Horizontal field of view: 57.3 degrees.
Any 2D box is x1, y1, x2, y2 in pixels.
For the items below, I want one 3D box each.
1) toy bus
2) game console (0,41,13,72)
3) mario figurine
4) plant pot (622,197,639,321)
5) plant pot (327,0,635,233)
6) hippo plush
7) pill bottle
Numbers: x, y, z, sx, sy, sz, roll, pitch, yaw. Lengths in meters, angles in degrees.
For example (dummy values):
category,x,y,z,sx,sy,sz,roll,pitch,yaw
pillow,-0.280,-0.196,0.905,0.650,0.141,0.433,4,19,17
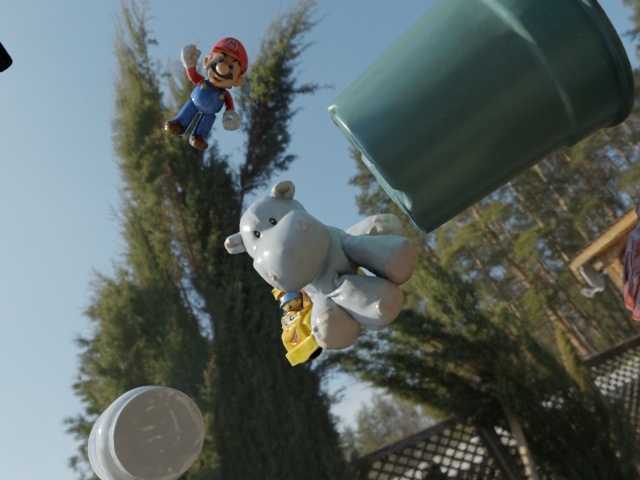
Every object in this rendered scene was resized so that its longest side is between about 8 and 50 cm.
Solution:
category,x,y,z,sx,sy,sz,roll,pitch,yaw
toy bus,-0.015,0.102,1.144,0.220,0.211,0.149,-37,-4,-41
game console,-0.519,-0.366,0.689,0.044,0.213,0.361,-46,-43,-25
mario figurine,-0.310,-0.422,1.644,0.198,0.170,0.321,22,-82,-52
plant pot,0.527,0.024,0.689,0.265,0.273,0.272,10,-24,13
plant pot,0.214,-0.206,0.893,0.334,0.341,0.341,-39,-28,6
hippo plush,0.000,0.000,0.940,0.234,0.294,0.236,-42,-52,6
pill bottle,-0.220,0.248,0.732,0.121,0.121,0.221,-12,-15,-29
